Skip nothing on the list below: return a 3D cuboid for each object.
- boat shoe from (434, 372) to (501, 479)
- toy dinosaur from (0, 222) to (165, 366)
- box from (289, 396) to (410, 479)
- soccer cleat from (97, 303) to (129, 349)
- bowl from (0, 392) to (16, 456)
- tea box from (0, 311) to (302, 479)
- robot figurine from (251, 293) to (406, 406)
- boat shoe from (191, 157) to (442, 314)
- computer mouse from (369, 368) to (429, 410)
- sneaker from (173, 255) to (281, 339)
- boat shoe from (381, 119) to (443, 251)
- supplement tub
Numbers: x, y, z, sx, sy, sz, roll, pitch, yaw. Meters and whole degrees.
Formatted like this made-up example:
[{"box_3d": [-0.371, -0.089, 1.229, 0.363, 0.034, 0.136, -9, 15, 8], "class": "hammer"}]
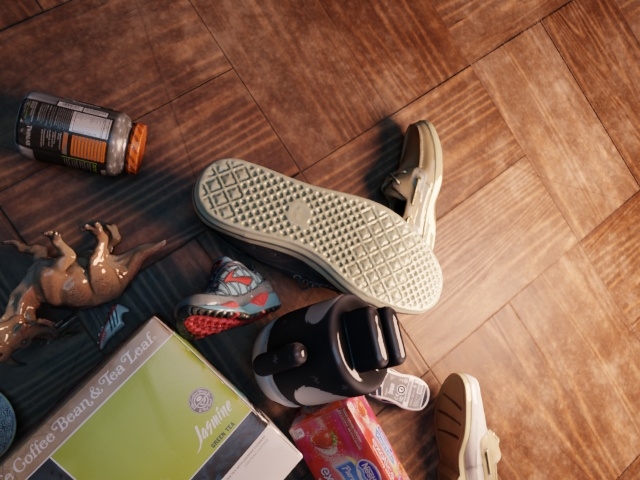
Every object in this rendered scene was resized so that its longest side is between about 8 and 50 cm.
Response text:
[{"box_3d": [0.303, 0.415, 1.034, 0.103, 0.113, 0.302, 0, 95, -18], "class": "boat shoe"}, {"box_3d": [-0.408, 0.079, 0.854, 0.296, 0.127, 0.200, -14, 96, -30], "class": "toy dinosaur"}, {"box_3d": [0.063, 0.403, 0.929, 0.123, 0.128, 0.257, -28, 92, 11], "class": "box"}, {"box_3d": [-0.368, 0.155, 0.900, 0.036, 0.029, 0.083, 19, 74, -10], "class": "soccer cleat"}, {"box_3d": [-0.573, 0.302, 0.777, 0.170, 0.170, 0.080, 36, 110, -10], "class": "bowl"}, {"box_3d": [-0.271, 0.340, 0.809, 0.329, 0.220, 0.323, -45, 98, -16], "class": "tea box"}, {"box_3d": [0.007, 0.197, 0.882, 0.209, 0.278, 0.173, 48, 38, -26], "class": "robot figurine"}, {"box_3d": [0.000, 0.000, 0.958, 0.500, 0.156, 0.186, 22, 72, -10], "class": "boat shoe"}, {"box_3d": [0.127, 0.293, 1.027, 0.193, 0.042, 0.106, 22, 74, -7], "class": "computer mouse"}, {"box_3d": [-0.174, 0.092, 0.876, 0.104, 0.262, 0.125, -30, 78, 17], "class": "sneaker"}, {"box_3d": [0.182, -0.105, 1.053, 0.098, 0.109, 0.302, 5, 88, -17], "class": "boat shoe"}, {"box_3d": [-0.408, -0.179, 0.879, 0.190, 0.117, 0.117, 12, 81, -16], "class": "supplement tub"}]
